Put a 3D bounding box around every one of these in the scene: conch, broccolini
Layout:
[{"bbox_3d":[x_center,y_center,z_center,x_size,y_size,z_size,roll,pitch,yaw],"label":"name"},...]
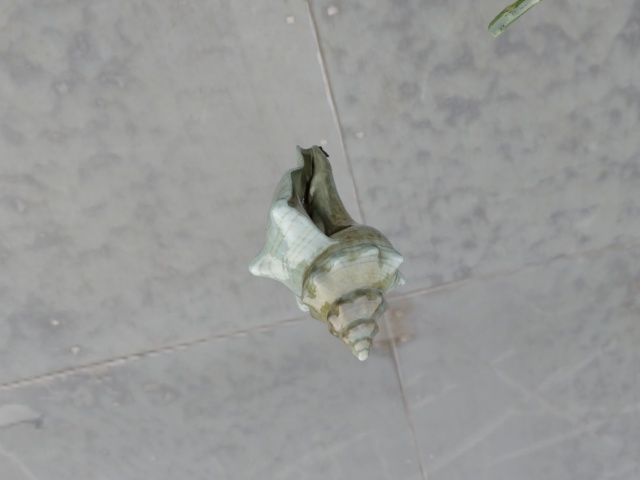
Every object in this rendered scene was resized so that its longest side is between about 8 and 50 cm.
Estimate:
[{"bbox_3d":[-0.008,0.011,0.808,0.114,0.234,0.137,-49,152,17],"label":"conch"},{"bbox_3d":[0.330,-0.363,1.262,0.216,0.058,0.067,-41,88,26],"label":"broccolini"}]
